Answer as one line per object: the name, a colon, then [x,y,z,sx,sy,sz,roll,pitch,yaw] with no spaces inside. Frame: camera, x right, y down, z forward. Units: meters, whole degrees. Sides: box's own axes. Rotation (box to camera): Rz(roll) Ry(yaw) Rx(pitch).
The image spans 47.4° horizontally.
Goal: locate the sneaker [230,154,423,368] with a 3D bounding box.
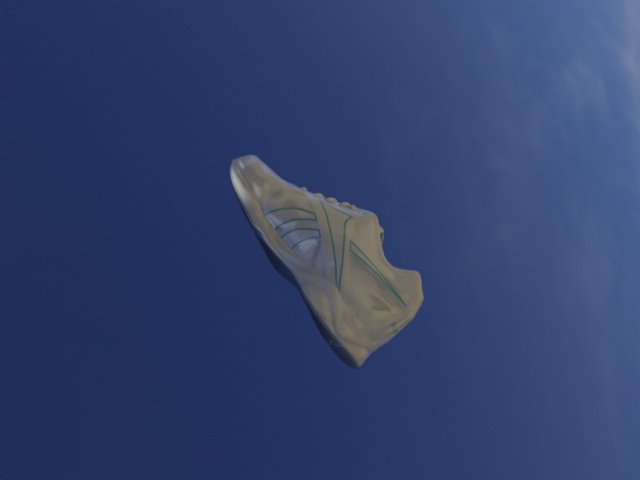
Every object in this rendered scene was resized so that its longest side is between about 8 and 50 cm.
sneaker: [0.000,0.000,0.413,0.152,0.061,0.054,51,172,31]
